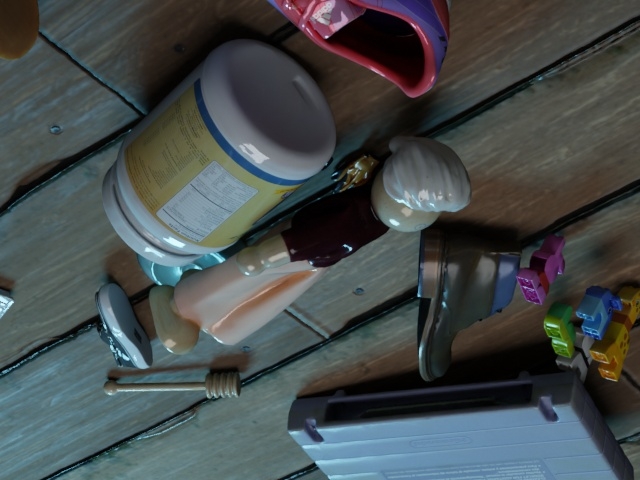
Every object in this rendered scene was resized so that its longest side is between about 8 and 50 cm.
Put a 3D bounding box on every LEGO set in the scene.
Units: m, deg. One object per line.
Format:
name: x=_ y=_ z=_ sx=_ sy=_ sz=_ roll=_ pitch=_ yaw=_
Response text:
LEGO set: x=0.292 y=0.072 z=1.708 sx=0.087 sy=0.093 sz=0.227 roll=17 pitch=154 yaw=32

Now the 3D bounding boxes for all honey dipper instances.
honey dipper: x=-0.173 y=0.170 z=1.866 sx=0.160 sy=0.030 sz=0.030 roll=-3 pitch=139 yaw=9

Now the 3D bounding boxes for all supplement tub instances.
supplement tub: x=-0.097 y=-0.077 z=1.485 sx=0.144 sy=0.144 sz=0.199 roll=28 pitch=133 yaw=-28

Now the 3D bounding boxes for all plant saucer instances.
plant saucer: x=-0.135 y=0.025 z=1.699 sx=0.119 sy=0.021 sz=0.119 roll=0 pitch=140 yaw=0

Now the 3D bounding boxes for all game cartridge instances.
game cartridge: x=0.167 y=0.244 z=1.891 sx=0.355 sy=0.068 sz=0.230 roll=-8 pitch=144 yaw=26

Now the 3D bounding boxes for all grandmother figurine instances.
grandmother figurine: x=0.000 y=0.000 z=1.552 sx=0.342 sy=0.208 sz=0.104 roll=-28 pitch=99 yaw=31

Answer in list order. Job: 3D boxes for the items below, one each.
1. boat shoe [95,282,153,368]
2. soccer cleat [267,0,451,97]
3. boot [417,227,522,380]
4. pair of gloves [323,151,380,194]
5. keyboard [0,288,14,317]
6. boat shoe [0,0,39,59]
boat shoe: x=-0.224 y=0.099 z=1.768 sx=0.040 sy=0.049 sz=0.142 roll=-8 pitch=141 yaw=11
soccer cleat: x=-0.016 y=-0.232 z=1.322 sx=0.318 sy=0.116 sz=0.108 roll=29 pitch=132 yaw=-29
boot: x=0.156 y=0.076 z=1.707 sx=0.106 sy=0.082 sz=0.219 roll=1 pitch=138 yaw=4
pair of gloves: x=0.011 y=-0.073 z=1.590 sx=0.083 sy=0.010 sz=0.074 roll=20 pitch=139 yaw=-19
keyboard: x=-0.460 y=0.037 z=1.727 sx=0.256 sy=0.014 sz=0.072 roll=22 pitch=135 yaw=-22
boat shoe: x=-0.309 y=-0.242 z=1.363 sx=0.073 sy=0.073 sz=0.207 roll=22 pitch=149 yaw=37
